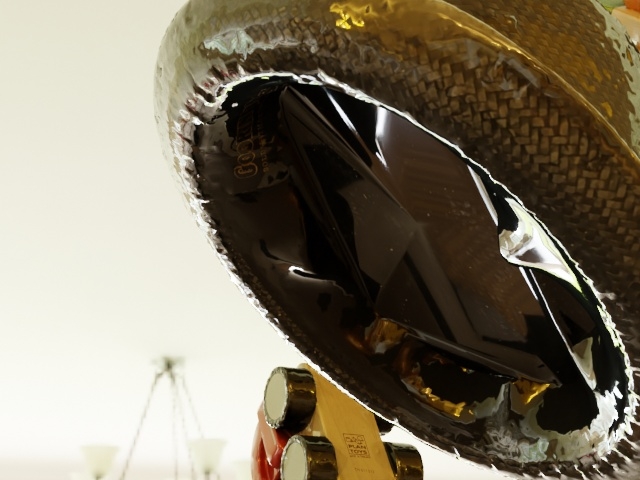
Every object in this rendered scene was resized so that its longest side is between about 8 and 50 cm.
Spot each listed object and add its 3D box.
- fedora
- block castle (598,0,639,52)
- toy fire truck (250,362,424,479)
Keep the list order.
[{"bbox_3d":[0.078,-0.024,0.519,0.334,0.152,0.334,29,-27,17],"label":"fedora"},{"bbox_3d":[0.417,-0.287,1.335,0.303,0.213,0.453,-19,-52,-29],"label":"block castle"},{"bbox_3d":[0.007,0.268,0.979,0.159,0.217,0.246,10,-52,-26],"label":"toy fire truck"}]
